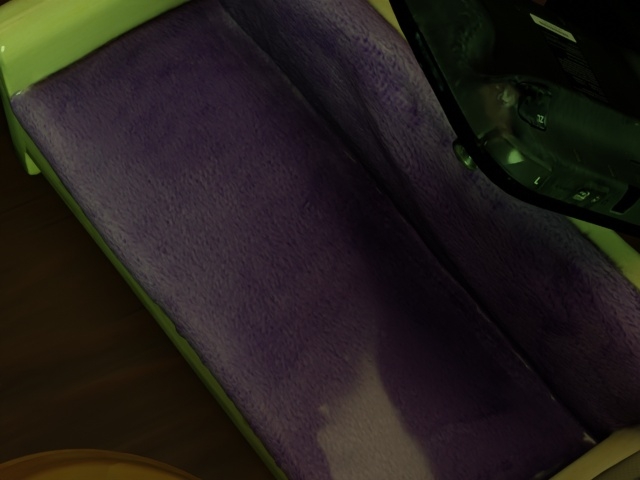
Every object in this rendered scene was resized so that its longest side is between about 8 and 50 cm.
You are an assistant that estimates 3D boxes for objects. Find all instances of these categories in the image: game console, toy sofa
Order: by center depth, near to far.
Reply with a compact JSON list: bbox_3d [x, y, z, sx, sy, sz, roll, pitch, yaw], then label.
[{"bbox_3d":[0.136,-0.049,0.801,0.044,0.361,0.213,-45,60,20],"label":"game console"},{"bbox_3d":[0.000,0.000,0.849,0.150,0.177,0.362,-32,66,-16],"label":"toy sofa"}]

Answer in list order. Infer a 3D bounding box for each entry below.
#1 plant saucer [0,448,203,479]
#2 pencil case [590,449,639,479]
[{"bbox_3d":[-0.085,0.168,0.792,0.200,0.037,0.200,13,48,-15],"label":"plant saucer"},{"bbox_3d":[0.216,0.248,0.653,0.410,0.183,0.160,43,28,1],"label":"pencil case"}]
